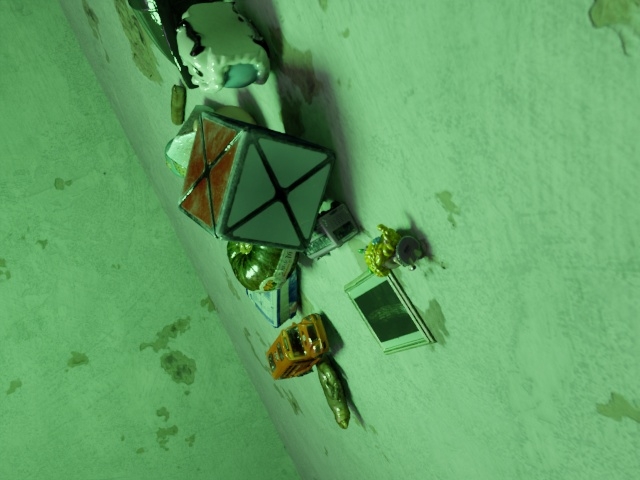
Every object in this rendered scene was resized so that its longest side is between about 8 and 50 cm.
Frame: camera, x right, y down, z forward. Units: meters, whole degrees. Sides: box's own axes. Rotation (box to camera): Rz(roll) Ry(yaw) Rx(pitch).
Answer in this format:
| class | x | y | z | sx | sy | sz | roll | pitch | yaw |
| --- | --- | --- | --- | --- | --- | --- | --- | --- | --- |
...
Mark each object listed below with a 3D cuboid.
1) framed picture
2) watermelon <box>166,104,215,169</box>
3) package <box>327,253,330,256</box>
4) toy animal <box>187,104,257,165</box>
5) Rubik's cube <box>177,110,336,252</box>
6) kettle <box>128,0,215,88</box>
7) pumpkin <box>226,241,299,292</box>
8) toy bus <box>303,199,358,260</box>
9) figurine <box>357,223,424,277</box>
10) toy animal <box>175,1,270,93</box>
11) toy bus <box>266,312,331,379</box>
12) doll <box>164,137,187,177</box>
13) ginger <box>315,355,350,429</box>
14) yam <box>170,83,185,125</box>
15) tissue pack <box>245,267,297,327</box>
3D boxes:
| class | x | y | z | sx | sy | sz | roll | pitch | yaw |
| --- | --- | --- | --- | --- | --- | --- | --- | --- | --- |
| framed picture | 0.163 | 0.185 | 1.394 | 0.231 | 0.018 | 0.293 | 58 | 157 | 7 |
| watermelon | -0.370 | -0.285 | 1.699 | 0.289 | 0.213 | 0.320 | 162 | 93 | -70 |
| package | 0.000 | 0.000 | 1.509 | 0.037 | 0.015 | 0.110 | 2 | 123 | 28 |
| toy animal | -0.239 | -0.210 | 1.535 | 0.237 | 0.269 | 0.327 | 17 | 100 | 58 |
| Rubik's cube | -0.153 | -0.135 | 1.271 | 0.259 | 0.260 | 0.255 | 33 | 110 | 52 |
| kettle | -0.340 | -0.546 | 1.383 | 0.250 | 0.207 | 0.271 | 40 | 159 | 35 |
| pumpkin | -0.167 | 0.029 | 1.678 | 0.260 | 0.189 | 0.261 | -9 | 76 | 41 |
| toy bus | 0.011 | -0.021 | 1.375 | 0.108 | 0.096 | 0.199 | 57 | 154 | -1 |
| figurine | 0.132 | 0.018 | 1.162 | 0.115 | 0.095 | 0.156 | 53 | 155 | -11 |
| toy animal | -0.225 | -0.431 | 1.256 | 0.208 | 0.204 | 0.156 | 58 | 155 | 28 |
| toy bus | -0.080 | 0.373 | 1.865 | 0.329 | 0.153 | 0.143 | 124 | 133 | -55 |
| doll | -0.466 | -0.303 | 1.954 | 0.260 | 0.161 | 0.177 | 19 | 132 | 61 |
| ginger | 0.042 | 0.519 | 1.957 | 0.166 | 0.080 | 0.333 | -162 | 55 | -71 |
| yam | -0.524 | -0.496 | 1.994 | 0.057 | 0.056 | 0.241 | 58 | 159 | 7 |
| tissue pack | -0.168 | 0.147 | 1.897 | 0.209 | 0.137 | 0.270 | 46 | 150 | 32 |
